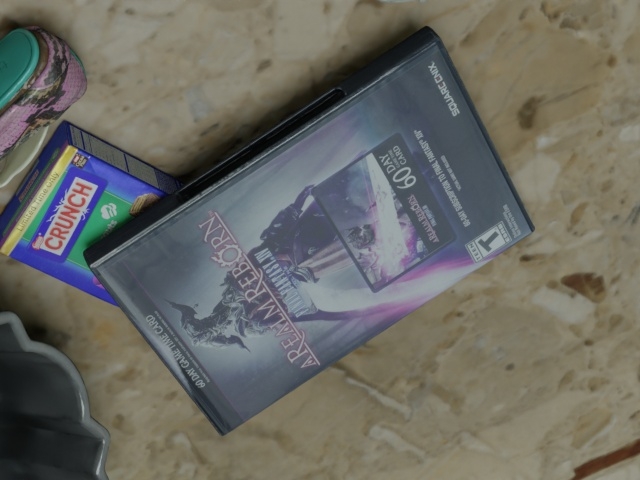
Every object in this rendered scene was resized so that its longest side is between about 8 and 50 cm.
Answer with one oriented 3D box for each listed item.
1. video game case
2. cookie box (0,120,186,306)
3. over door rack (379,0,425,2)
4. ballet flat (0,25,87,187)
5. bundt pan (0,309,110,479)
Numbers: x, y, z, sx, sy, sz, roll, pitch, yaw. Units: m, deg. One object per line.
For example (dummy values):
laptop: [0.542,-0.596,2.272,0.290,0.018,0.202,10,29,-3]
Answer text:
video game case: [0.000,0.000,1.146,0.274,0.026,0.196,-34,130,-2]
cookie box: [-0.149,-0.014,1.116,0.107,0.040,0.092,27,108,-26]
over door rack: [0.169,-0.283,0.998,0.324,0.108,0.239,-7,122,13]
ballet flat: [-0.237,-0.047,1.062,0.221,0.077,0.079,-38,140,7]
bundt pan: [-0.297,0.190,1.080,0.331,0.124,0.330,-12,107,-45]
